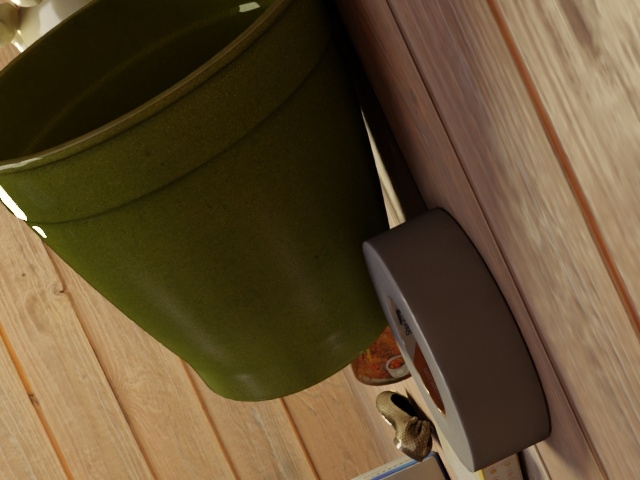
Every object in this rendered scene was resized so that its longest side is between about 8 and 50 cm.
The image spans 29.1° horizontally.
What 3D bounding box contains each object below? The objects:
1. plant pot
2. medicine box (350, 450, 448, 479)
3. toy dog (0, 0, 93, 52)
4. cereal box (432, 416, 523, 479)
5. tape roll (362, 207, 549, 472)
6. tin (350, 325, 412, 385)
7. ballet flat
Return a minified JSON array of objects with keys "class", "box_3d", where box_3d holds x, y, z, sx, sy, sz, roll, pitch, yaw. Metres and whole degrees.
[{"class":"plant pot","box_3d":[-0.094,-0.048,1.179,0.353,0.366,0.366,59,179,-29]},{"class":"medicine box","box_3d":[0.175,0.510,2.134,0.289,0.149,0.263,99,146,-81]},{"class":"toy dog","box_3d":[-0.307,-0.312,1.741,0.395,0.284,0.408,17,-125,-45]},{"class":"cereal box","box_3d":[0.169,0.230,1.326,0.173,0.047,0.240,60,175,41]},{"class":"tape roll","box_3d":[0.113,0.085,1.056,0.219,0.072,0.219,156,90,-85]},{"class":"tin","box_3d":[0.075,0.097,1.376,0.189,0.106,0.040,72,180,-52]},{"class":"ballet flat","box_3d":[0.141,0.285,1.983,0.084,0.058,0.250,30,-173,-8]}]
